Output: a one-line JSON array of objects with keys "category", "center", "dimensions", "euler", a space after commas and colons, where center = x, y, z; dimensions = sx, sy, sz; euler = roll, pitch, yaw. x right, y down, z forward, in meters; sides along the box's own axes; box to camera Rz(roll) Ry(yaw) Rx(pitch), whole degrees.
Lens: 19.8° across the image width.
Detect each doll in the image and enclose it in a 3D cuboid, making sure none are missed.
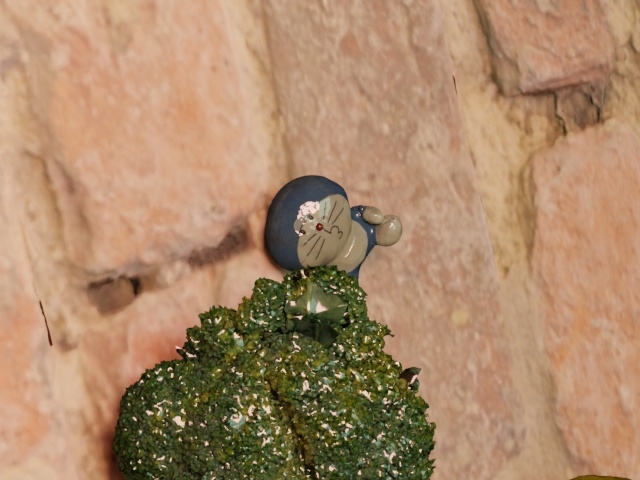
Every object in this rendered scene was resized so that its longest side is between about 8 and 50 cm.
[{"category": "doll", "center": [0.000, 0.000, 1.154], "dimensions": [0.083, 0.050, 0.076], "euler": [36, 78, -37]}]

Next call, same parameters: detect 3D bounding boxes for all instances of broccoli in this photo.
[{"category": "broccoli", "center": [-0.024, 0.112, 1.046], "dimensions": [0.195, 0.195, 0.156], "euler": [53, 17, -26]}]

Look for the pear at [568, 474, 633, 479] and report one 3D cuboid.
[{"category": "pear", "center": [0.196, 0.228, 1.275], "dimensions": [0.107, 0.107, 0.131], "euler": [22, 60, -41]}]
